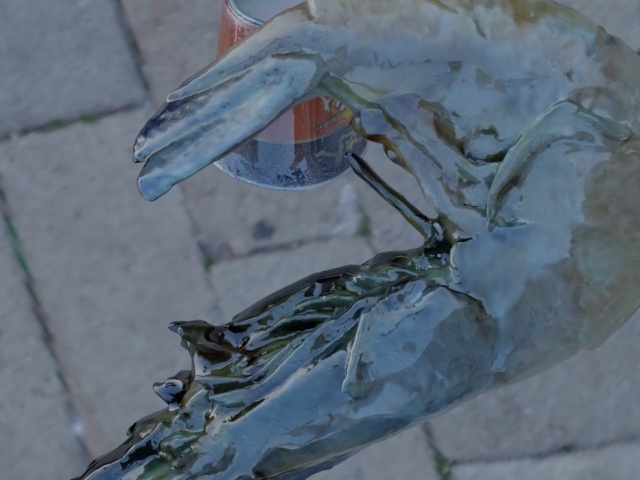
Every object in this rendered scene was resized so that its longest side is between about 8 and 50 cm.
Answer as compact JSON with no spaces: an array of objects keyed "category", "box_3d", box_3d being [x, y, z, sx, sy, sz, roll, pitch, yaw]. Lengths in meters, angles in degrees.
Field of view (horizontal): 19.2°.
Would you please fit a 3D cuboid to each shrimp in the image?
[{"category":"shrimp","box_3d":[0.001,0.002,0.714,0.289,0.075,0.178,-26,106,4]}]

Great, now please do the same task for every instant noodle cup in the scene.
[{"category":"instant noodle cup","box_3d":[-0.023,-0.124,1.339,0.127,0.127,0.136,24,139,21]}]
